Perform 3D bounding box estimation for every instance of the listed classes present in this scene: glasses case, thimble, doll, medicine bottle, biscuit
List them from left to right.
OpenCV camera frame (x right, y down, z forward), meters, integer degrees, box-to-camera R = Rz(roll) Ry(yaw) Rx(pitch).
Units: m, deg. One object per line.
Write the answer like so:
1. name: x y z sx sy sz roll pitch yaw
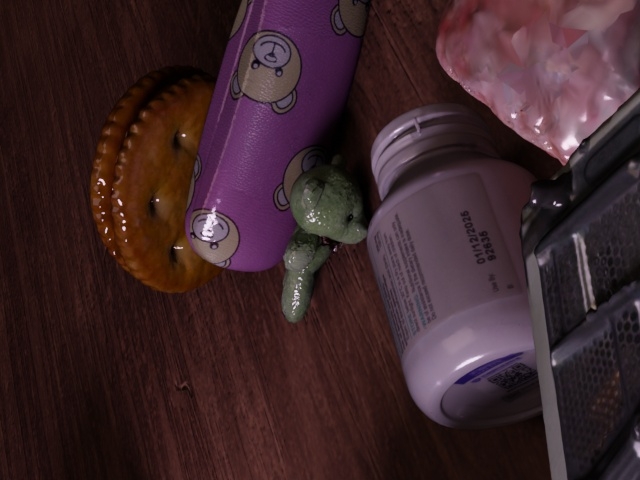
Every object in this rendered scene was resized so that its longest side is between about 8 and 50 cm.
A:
1. biscuit: -0.133 -0.059 1.110 0.066 0.220 0.220 16 94 32
2. glasses case: -0.039 -0.124 1.069 0.076 0.123 0.316 25 101 50
3. doll: 0.000 0.000 1.037 0.115 0.077 0.150 -62 -8 -61
4. medicine bottle: 0.104 0.011 0.811 0.135 0.135 0.215 -46 45 38
5. thimble: 0.191 -0.118 0.631 0.162 0.239 0.239 -59 38 22

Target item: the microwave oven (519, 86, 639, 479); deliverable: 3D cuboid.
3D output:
1. microwave oven: 0.298 0.016 0.333 0.394 0.333 0.247 127 147 -51
